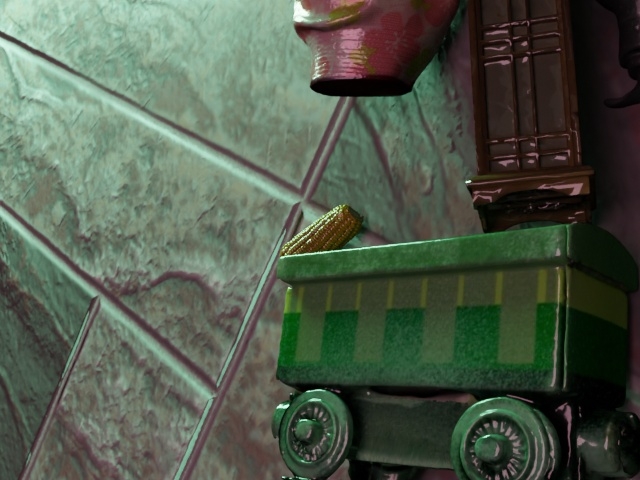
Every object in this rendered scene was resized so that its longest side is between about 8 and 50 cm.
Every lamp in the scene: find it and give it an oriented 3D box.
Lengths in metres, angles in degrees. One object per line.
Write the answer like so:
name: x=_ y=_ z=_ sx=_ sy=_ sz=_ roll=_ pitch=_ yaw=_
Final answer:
lamp: x=0.153 y=-0.174 z=0.674 sx=0.089 sy=0.090 sz=0.325 roll=-4 pitch=73 yaw=16

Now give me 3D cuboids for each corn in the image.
corn: x=0.000 y=0.000 z=0.818 sx=0.092 sy=0.037 sz=0.037 roll=-37 pitch=56 yaw=26

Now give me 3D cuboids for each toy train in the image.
toy train: x=0.089 y=0.096 z=0.657 sx=0.301 sy=0.120 sz=0.202 roll=-7 pitch=70 yaw=41

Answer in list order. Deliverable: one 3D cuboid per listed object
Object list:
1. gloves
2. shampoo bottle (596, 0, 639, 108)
gloves: x=0.052 y=-0.251 z=0.787 sx=0.145 sy=0.126 sz=0.241 roll=0 pitch=85 yaw=45
shampoo bottle: x=0.238 y=-0.237 z=0.623 sx=0.101 sy=0.101 sz=0.284 roll=-2 pitch=77 yaw=42
